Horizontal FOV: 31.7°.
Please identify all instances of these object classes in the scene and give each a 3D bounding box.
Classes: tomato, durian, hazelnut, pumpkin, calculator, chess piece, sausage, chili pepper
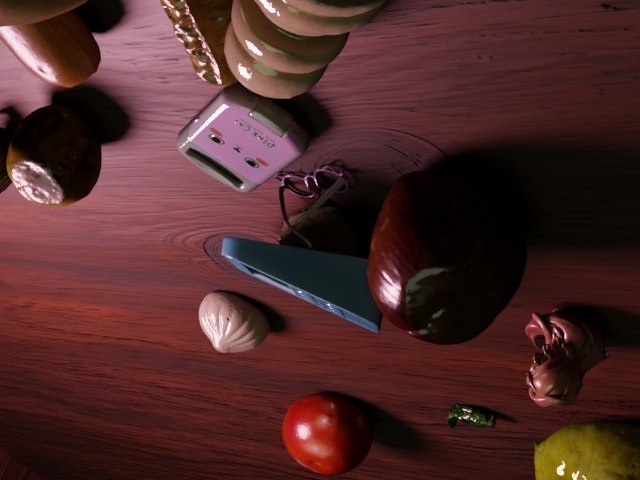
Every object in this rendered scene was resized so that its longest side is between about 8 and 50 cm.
[{"bbox_3d":[0.012,0.398,2.302,0.195,0.136,0.195,20,151,11],"label":"tomato"},{"bbox_3d":[0.506,0.409,1.863,0.340,0.204,0.256,17,163,17],"label":"durian"},{"bbox_3d":[0.166,0.017,1.488,0.218,0.218,0.234,18,133,12],"label":"hazelnut"},{"bbox_3d":[-0.560,-0.125,1.879,0.107,0.119,0.183,42,154,-26],"label":"pumpkin"},{"bbox_3d":[-0.111,-0.139,1.575,0.141,0.045,0.246,34,152,-16],"label":"calculator"},{"bbox_3d":[-0.029,-0.249,1.212,0.167,0.167,0.299,28,156,-6],"label":"chess piece"},{"bbox_3d":[-0.397,-0.328,1.420,0.112,0.112,0.328,4,143,34],"label":"sausage"},{"bbox_3d":[0.270,0.326,2.082,0.118,0.035,0.055,-15,116,45],"label":"chili pepper"}]

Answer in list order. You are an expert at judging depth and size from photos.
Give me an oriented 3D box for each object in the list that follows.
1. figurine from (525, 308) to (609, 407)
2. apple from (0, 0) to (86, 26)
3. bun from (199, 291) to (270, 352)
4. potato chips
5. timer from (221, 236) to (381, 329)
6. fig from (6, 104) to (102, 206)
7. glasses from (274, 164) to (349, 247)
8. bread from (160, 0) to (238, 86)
[{"bbox_3d":[0.351,0.166,1.638,0.126,0.157,0.114,28,131,5],"label":"figurine"},{"bbox_3d":[-0.354,-0.353,1.205,0.257,0.257,0.234,6,116,31],"label":"apple"},{"bbox_3d":[-0.170,0.164,2.093,0.138,0.094,0.138,22,151,13],"label":"bun"},{"bbox_3d":[0.000,0.000,1.749,0.142,0.026,0.209,20,150,16],"label":"potato chips"},{"bbox_3d":[-0.022,0.063,1.694,0.250,0.091,0.232,13,174,6],"label":"timer"},{"bbox_3d":[-0.410,-0.125,1.740,0.154,0.144,0.166,63,170,0],"label":"fig"},{"bbox_3d":[-0.027,-0.046,1.603,0.140,0.104,0.062,-4,143,48],"label":"glasses"},{"bbox_3d":[-0.156,-0.310,1.280,0.084,0.077,0.367,12,149,26],"label":"bread"}]
